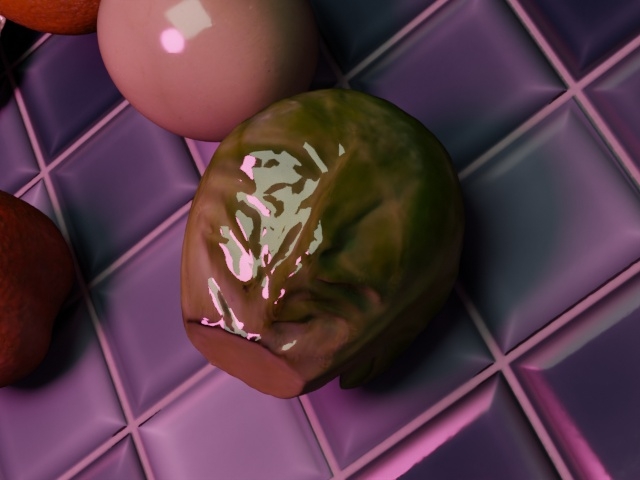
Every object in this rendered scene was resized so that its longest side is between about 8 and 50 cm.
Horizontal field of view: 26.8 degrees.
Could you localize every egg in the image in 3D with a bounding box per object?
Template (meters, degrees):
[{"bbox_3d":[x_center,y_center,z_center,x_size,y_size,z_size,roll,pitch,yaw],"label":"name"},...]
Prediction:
[{"bbox_3d":[-0.106,-0.187,1.230,0.242,0.186,0.186,30,88,50],"label":"egg"}]

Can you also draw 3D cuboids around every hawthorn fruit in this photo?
[{"bbox_3d":[-0.346,0.028,1.262,0.199,0.251,0.199,-8,63,16],"label":"hawthorn fruit"}]

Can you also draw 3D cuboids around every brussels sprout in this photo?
[{"bbox_3d":[0.000,0.000,1.068,0.244,0.244,0.244,-15,62,29],"label":"brussels sprout"}]

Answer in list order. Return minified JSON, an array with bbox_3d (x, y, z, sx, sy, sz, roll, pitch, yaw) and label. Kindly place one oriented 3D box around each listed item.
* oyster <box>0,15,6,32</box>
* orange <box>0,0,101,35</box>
[{"bbox_3d":[-0.479,-0.200,1.542,0.351,0.115,0.238,-29,55,21],"label":"oyster"},{"bbox_3d":[-0.260,-0.335,1.360,0.264,0.264,0.264,-15,62,29],"label":"orange"}]
